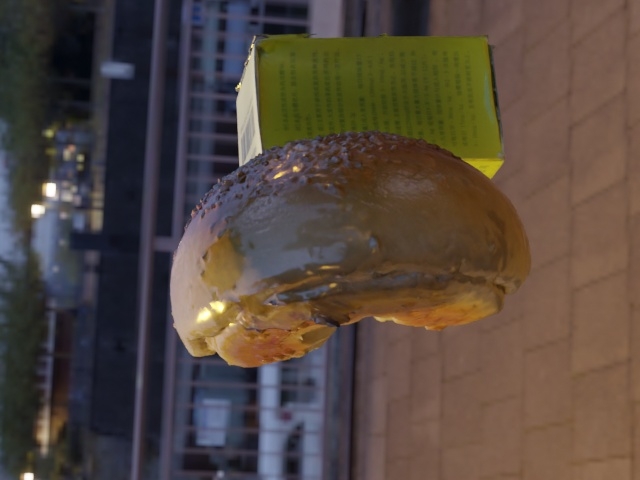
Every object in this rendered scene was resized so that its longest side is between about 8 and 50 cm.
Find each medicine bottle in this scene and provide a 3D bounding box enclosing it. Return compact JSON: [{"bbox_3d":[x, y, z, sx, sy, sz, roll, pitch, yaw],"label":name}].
[{"bbox_3d":[0.044,-0.113,1.427,0.137,0.250,0.141,121,146,-70],"label":"medicine bottle"}]

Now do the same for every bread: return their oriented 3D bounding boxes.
[{"bbox_3d":[-0.005,0.000,1.173,0.192,0.314,0.171,27,-128,-63],"label":"bread"}]
